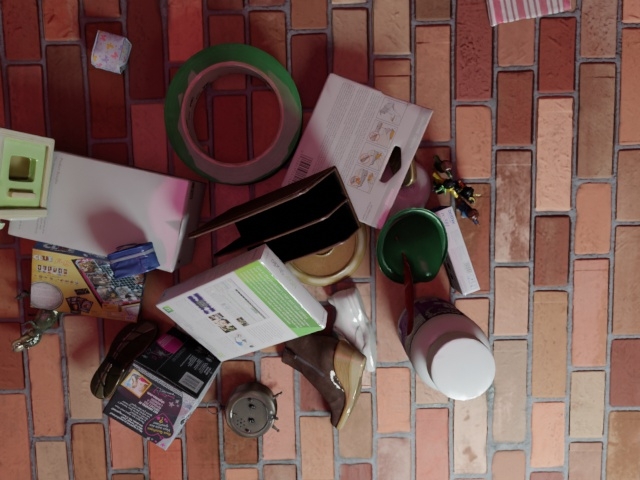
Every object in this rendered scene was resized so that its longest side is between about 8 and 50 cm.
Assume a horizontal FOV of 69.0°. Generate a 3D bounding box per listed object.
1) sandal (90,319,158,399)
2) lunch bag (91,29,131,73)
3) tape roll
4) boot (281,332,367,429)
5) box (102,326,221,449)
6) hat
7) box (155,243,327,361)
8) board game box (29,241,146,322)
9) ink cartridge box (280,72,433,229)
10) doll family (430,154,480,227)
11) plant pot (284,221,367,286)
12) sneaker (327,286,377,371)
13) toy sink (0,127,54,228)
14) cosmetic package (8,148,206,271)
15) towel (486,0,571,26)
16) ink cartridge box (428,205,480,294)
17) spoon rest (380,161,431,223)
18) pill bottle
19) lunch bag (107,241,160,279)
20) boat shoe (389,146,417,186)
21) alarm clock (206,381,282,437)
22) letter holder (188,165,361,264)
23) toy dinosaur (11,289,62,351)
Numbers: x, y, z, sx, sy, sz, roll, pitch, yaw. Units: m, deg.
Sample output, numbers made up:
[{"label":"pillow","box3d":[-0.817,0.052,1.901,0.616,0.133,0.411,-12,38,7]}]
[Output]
[{"label":"sandal","box3d":[-0.483,0.293,1.163,0.089,0.060,0.220,28,82,14]},{"label":"lunch bag","box3d":[-0.499,-0.444,1.109,0.070,0.053,0.084,13,85,-3]},{"label":"tape roll","box3d":[-0.202,-0.292,1.107,0.320,0.077,0.322,0,94,0]},{"label":"boot","box3d":[-0.001,0.338,1.166,0.206,0.090,0.249,19,115,18]},{"label":"box","box3d":[-0.348,0.331,1.075,0.163,0.247,0.142,32,96,-2]},{"label":"hat","box3d":[0.223,0.053,0.976,0.172,0.183,0.209,-9,108,-7]},{"label":"box","box3d":[-0.178,0.153,1.049,0.321,0.059,0.232,-22,122,29]},{"label":"board game box","box3d":[-0.547,0.101,1.107,0.243,0.042,0.165,12,115,-15]},{"label":"ink cartridge box","box3d":[0.083,-0.204,1.085,0.260,0.066,0.297,24,92,12]},{"label":"doll family","box3d":[0.321,-0.115,1.101,0.193,0.111,0.076,41,94,-3]},{"label":"plant pot","box3d":[0.000,0.000,1.153,0.235,0.032,0.237,0,96,0]},{"label":"sneaker","box3d":[0.078,0.226,1.159,0.094,0.080,0.213,-17,89,15]},{"label":"toy sink","box3d":[-0.648,-0.108,0.936,0.131,0.153,0.235,12,94,6]},{"label":"cosmetic package","box3d":[-0.485,-0.077,1.090,0.384,0.156,0.218,14,95,-2]},{"label":"towel","box3d":[0.486,-0.597,1.103,0.196,0.029,0.144,-10,95,4]},{"label":"ink cartridge box","box3d":[0.316,0.021,1.120,0.046,0.097,0.207,-20,95,2]},{"label":"spoon rest","box3d":[0.196,-0.064,1.134,0.137,0.084,0.277,6,82,-1]},{"label":"pill bottle","box3d":[0.274,0.232,1.035,0.169,0.301,0.170,0,95,0]},{"label":"lunch bag","box3d":[-0.401,0.039,0.991,0.098,0.067,0.065,-14,97,4]},{"label":"boat shoe","box3d":[0.196,-0.208,1.093,0.060,0.064,0.178,2,64,-33]},{"label":"alarm clock","box3d":[-0.195,0.429,1.179,0.191,0.064,0.130,4,95,3]},{"label":"letter holder","box3d":[-0.099,-0.020,1.003,0.301,0.214,0.152,-19,102,26]},{"label":"toy dinosaur","box3d":[-0.681,0.149,1.160,0.118,0.064,0.268,44,89,-8]}]
